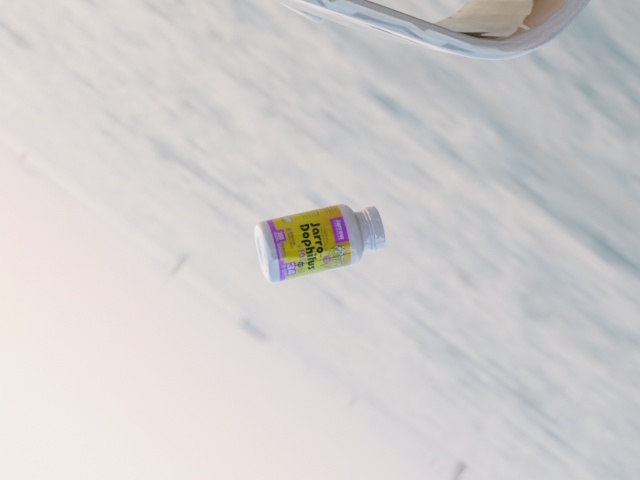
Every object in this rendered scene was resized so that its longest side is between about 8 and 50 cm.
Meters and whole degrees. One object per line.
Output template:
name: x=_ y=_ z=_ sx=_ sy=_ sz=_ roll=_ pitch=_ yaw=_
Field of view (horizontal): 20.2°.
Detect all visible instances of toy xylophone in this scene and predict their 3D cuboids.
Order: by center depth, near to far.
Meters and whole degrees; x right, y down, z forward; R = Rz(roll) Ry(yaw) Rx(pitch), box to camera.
toy xylophone: x=-0.047 y=-0.148 z=0.717 sx=0.323 sy=0.081 sz=0.236 roll=17 pitch=-175 yaw=-24

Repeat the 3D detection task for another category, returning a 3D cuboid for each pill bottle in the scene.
pill bottle: x=0.000 y=0.000 z=1.212 sx=0.043 sy=0.083 sz=0.043 roll=167 pitch=90 yaw=-80
